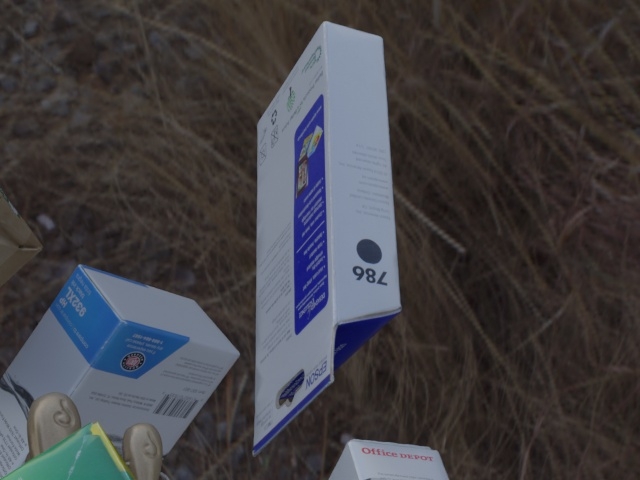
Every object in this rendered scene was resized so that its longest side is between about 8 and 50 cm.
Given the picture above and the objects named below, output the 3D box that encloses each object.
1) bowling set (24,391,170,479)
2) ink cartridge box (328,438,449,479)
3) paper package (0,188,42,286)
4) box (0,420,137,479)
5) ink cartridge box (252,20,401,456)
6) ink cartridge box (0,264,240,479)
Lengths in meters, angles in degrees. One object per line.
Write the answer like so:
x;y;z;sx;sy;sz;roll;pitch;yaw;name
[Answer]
-0.307;0.258;1.217;0.287;0.200;0.154;25;34;-30;bowling set
0.082;0.280;1.214;0.109;0.063;0.150;11;33;-22;ink cartridge box
-0.557;-0.001;1.438;0.324;0.168;0.309;23;60;42;paper package
-0.081;0.151;0.411;0.105;0.179;0.043;-32;47;-11;box
0.000;0.000;0.987;0.065;0.165;0.333;13;58;-20;ink cartridge box
-0.287;0.208;1.543;0.307;0.223;0.129;-54;52;11;ink cartridge box
